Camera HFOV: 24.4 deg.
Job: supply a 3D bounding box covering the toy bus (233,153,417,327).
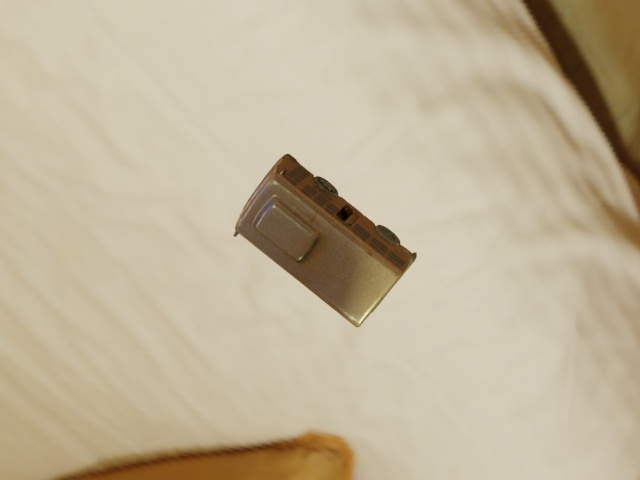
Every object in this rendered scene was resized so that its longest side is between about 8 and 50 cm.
[{"bbox_3d":[0.000,0.000,1.551,0.182,0.103,0.091,39,109,2],"label":"toy bus"}]
